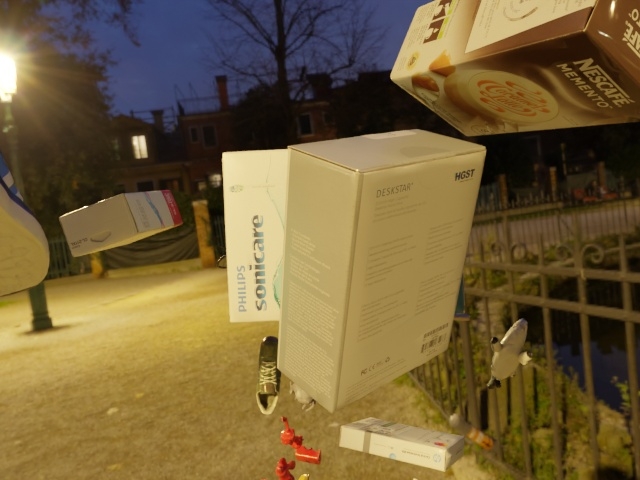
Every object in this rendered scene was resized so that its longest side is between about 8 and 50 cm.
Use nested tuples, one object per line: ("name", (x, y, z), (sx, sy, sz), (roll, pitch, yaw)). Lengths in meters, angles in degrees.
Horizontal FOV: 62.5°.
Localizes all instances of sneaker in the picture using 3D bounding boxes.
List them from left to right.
("sneaker", (-0.474, -0.090, 0.714), (0.130, 0.236, 0.323), (-18, -27, -19))
("sneaker", (-0.122, 0.335, 1.281), (0.064, 0.192, 0.086), (4, 24, -7))

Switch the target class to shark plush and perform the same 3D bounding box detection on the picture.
("shark plush", (0.352, 0.223, 0.980), (0.073, 0.161, 0.067), (11, 33, 22))

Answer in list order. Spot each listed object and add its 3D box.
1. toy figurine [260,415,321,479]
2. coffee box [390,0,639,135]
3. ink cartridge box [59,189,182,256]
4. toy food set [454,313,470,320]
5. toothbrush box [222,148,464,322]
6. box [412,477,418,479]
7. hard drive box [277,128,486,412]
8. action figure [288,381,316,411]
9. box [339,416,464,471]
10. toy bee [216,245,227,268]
("toy figurine", (0.013, 0.442, 0.714), (0.217, 0.191, 0.362), (3, 39, 16))
("coffee box", (0.206, -0.186, 0.528), (0.141, 0.098, 0.246), (25, -6, -28))
("ink cartridge box", (-0.342, -0.034, 0.925), (0.127, 0.072, 0.175), (-18, 4, 10))
("toy food set", (0.166, 0.082, 0.876), (0.132, 0.039, 0.192), (3, 12, -7))
("toothbrush box", (0.028, -0.010, 0.703), (0.295, 0.216, 0.126), (-3, 0, 0))
("box", (0.207, 0.734, 1.139), (0.168, 0.345, 0.215), (23, -22, 34))
("hard drive box", (0.058, 0.021, 0.516), (0.181, 0.232, 0.089), (-15, 30, -40))
("action figure", (0.000, 0.197, 1.029), (0.099, 0.285, 0.185), (23, -41, -11))
("box", (0.147, 0.355, 0.934), (0.186, 0.038, 0.145), (1, -10, 27))
("toy bee", (-0.135, -0.063, 1.283), (0.298, 0.162, 0.195), (-7, -35, -46))
